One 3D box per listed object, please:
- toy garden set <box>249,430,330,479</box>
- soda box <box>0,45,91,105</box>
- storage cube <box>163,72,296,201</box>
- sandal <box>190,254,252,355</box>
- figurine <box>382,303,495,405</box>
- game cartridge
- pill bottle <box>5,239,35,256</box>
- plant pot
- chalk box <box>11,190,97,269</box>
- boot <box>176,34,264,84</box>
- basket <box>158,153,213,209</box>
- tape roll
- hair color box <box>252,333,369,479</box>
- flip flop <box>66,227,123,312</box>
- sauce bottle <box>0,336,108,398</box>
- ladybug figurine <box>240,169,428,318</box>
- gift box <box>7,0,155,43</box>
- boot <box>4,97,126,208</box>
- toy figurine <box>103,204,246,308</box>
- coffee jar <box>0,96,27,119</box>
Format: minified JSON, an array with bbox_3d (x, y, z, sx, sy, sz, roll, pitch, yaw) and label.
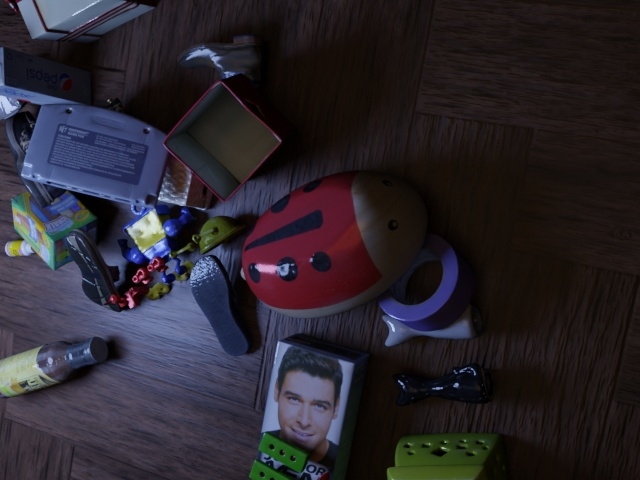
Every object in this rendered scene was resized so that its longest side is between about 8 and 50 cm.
[{"bbox_3d":[-0.061,0.557,1.487,0.204,0.049,0.244,22,101,21],"label":"toy garden set"},{"bbox_3d":[-0.686,-0.384,1.673,0.098,0.286,0.091,-2,90,22],"label":"soda box"},{"bbox_3d":[-0.192,-0.229,1.515,0.184,0.193,0.215,44,109,-7],"label":"storage cube"},{"bbox_3d":[-0.234,0.151,1.637,0.097,0.054,0.254,-11,106,20],"label":"sandal"},{"bbox_3d":[0.237,0.239,1.457,0.210,0.092,0.214,-12,87,25],"label":"figurine"},{"bbox_3d":[-0.490,-0.196,1.553,0.295,0.060,0.195,14,81,-8],"label":"game cartridge"},{"bbox_3d":[-0.800,0.020,1.868,0.083,0.043,0.043,-4,91,22],"label":"pill bottle"},{"bbox_3d":[0.258,0.526,1.395,0.228,0.207,0.227,-8,89,20],"label":"plant pot"},{"bbox_3d":[-0.647,-0.025,1.735,0.213,0.132,0.132,42,141,15],"label":"chalk box"},{"bbox_3d":[-0.230,-0.401,1.607,0.219,0.082,0.106,-8,87,20],"label":"boot"},{"bbox_3d":[-0.348,-0.144,1.652,0.167,0.103,0.113,15,97,21],"label":"basket"},{"bbox_3d":[0.210,0.085,1.417,0.189,0.080,0.188,-17,58,31],"label":"tape roll"},{"bbox_3d":[-0.025,0.415,1.549,0.186,0.114,0.374,13,97,20],"label":"hair color box"},{"bbox_3d":[-0.535,0.072,1.697,0.112,0.080,0.277,13,134,26],"label":"flip flop"},{"bbox_3d":[-0.710,0.325,1.811,0.345,0.111,0.111,-19,86,23],"label":"sauce bottle"},{"bbox_3d":[0.000,0.000,1.451,0.450,0.162,0.304,-25,58,26],"label":"ladybug figurine"},{"bbox_3d":[-0.587,-0.629,1.648,0.258,0.255,0.276,-21,91,19],"label":"gift box"},{"bbox_3d":[-0.606,-0.252,1.708,0.284,0.138,0.377,-28,40,-9],"label":"boot"},{"bbox_3d":[-0.382,-0.020,1.635,0.363,0.191,0.217,-34,75,18],"label":"toy figurine"},{"bbox_3d":[-0.771,-0.386,1.769,0.096,0.184,0.079,-23,120,20],"label":"coffee jar"}]
